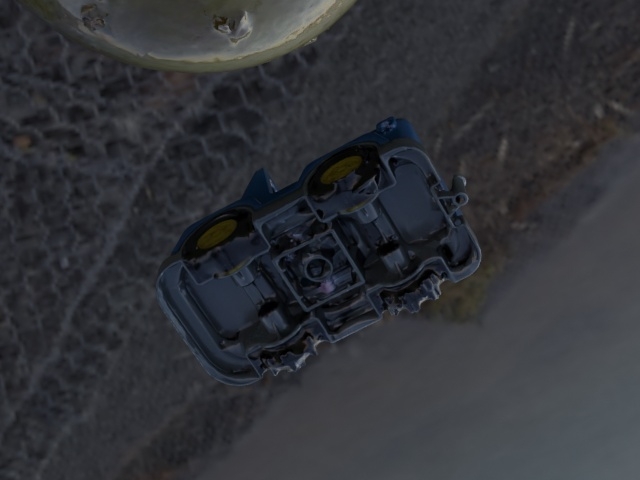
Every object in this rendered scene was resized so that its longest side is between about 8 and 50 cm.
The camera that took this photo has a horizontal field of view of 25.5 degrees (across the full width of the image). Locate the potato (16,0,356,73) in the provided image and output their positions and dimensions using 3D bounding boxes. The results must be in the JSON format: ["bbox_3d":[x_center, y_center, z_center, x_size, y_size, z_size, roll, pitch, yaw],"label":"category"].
[{"bbox_3d":[-0.171,-0.328,1.336,0.319,0.442,0.385,-50,158,-12],"label":"potato"}]

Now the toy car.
[{"bbox_3d":[0.000,0.000,0.853,0.191,0.100,0.097,-27,115,10],"label":"toy car"}]
